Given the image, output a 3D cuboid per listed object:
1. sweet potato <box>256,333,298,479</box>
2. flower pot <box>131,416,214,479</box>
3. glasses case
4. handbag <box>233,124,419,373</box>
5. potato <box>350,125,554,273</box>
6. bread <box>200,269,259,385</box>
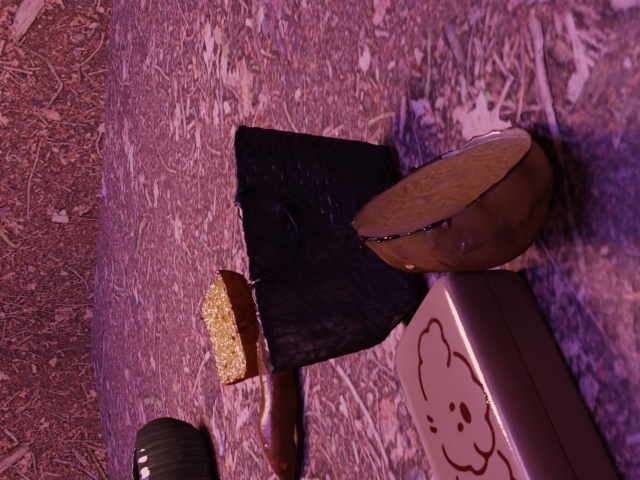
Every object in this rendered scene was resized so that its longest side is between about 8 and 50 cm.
[{"bbox_3d":[-0.063,0.241,1.284,0.067,0.059,0.281,-161,69,-77],"label":"sweet potato"},{"bbox_3d":[-0.306,0.486,1.820,0.189,0.157,0.243,123,139,-55],"label":"flower pot"},{"bbox_3d":[0.157,0.192,0.682,0.144,0.076,0.336,111,148,-48],"label":"glasses case"},{"bbox_3d":[0.000,0.000,0.919,0.088,0.175,0.270,127,137,-62],"label":"handbag"},{"bbox_3d":[0.110,-0.015,0.709,0.081,0.164,0.200,56,168,-11],"label":"potato"},{"bbox_3d":[-0.139,0.144,1.435,0.103,0.065,0.187,-50,55,48],"label":"bread"}]
